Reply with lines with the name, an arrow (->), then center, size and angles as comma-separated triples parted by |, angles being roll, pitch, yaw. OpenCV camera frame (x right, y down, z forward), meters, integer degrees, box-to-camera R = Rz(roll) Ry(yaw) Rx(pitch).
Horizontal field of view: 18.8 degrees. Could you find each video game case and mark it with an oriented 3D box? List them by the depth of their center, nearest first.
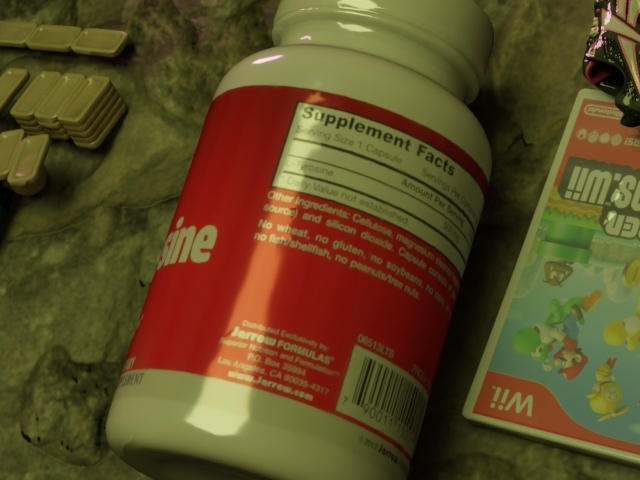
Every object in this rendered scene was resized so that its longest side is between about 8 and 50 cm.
video game case -> 0.243, 0.027, 1.457 | 0.204, 0.025, 0.285 | 12, 73, 33

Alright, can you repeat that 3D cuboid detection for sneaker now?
sneaker -> 0.234, -0.158, 1.506 | 0.077, 0.072, 0.178 | -24, 43, 4

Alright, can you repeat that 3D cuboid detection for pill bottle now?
pill bottle -> 0.000, 0.000, 1.480 | 0.229, 0.229, 0.408 | 6, 69, 31

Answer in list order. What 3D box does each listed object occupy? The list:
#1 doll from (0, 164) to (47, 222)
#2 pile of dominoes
doll -> -0.338, -0.029, 1.797 | 0.189, 0.046, 0.129 | -21, 51, 12
pile of dominoes -> -0.302, -0.124, 1.820 | 0.251, 0.040, 0.196 | 9, 53, 36
